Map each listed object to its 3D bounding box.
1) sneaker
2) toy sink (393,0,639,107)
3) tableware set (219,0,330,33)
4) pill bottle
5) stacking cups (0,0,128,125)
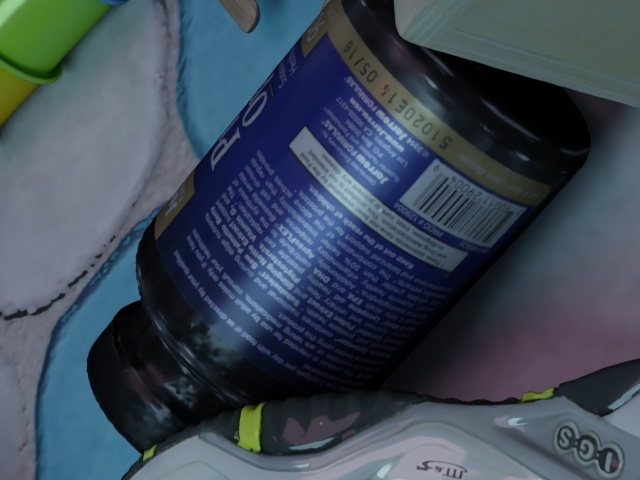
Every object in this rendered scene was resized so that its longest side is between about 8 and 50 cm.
[{"bbox_3d":[0.058,0.134,0.608,0.384,0.145,0.147,-15,65,39],"label":"sneaker"},{"bbox_3d":[0.135,-0.175,0.590,0.234,0.131,0.153,-43,42,50],"label":"toy sink"},{"bbox_3d":[0.003,-0.136,0.800,0.128,0.039,0.194,-47,60,19],"label":"tableware set"},{"bbox_3d":[0.000,0.000,0.716,0.219,0.123,0.123,-49,49,21],"label":"pill bottle"},{"bbox_3d":[-0.119,-0.182,0.907,0.316,0.096,0.096,-44,51,21],"label":"stacking cups"}]
